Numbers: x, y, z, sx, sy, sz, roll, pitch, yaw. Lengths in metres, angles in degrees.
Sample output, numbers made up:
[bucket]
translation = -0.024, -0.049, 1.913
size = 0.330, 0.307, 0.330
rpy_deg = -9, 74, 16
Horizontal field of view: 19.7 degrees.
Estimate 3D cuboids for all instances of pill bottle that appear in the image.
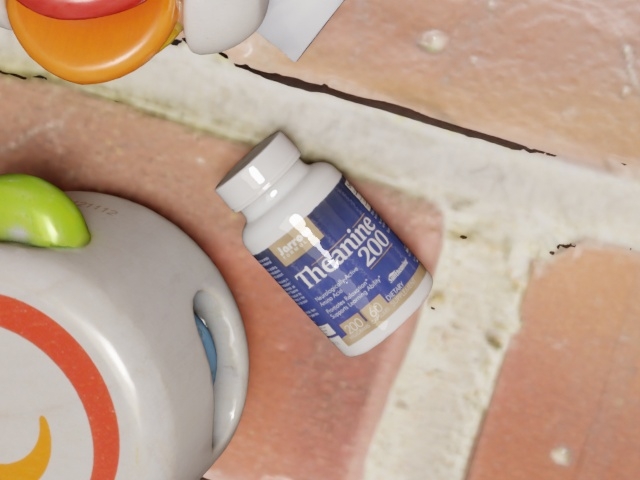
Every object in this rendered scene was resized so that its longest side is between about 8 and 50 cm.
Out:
[pill bottle]
translation = 0.000, 0.000, 1.010
size = 0.067, 0.067, 0.120
rpy_deg = -39, 99, 20

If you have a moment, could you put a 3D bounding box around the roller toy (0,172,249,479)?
[roller toy]
translation = -0.145, 0.076, 1.022
size = 0.191, 0.146, 0.209
rpy_deg = 43, 117, 3

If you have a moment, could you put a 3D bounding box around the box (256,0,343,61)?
[box]
translation = -0.004, -0.230, 0.939
size = 0.159, 0.044, 0.233
rpy_deg = 38, 112, -4

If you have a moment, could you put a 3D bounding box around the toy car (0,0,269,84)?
[toy car]
translation = -0.108, -0.163, 0.884
size = 0.159, 0.136, 0.182
rpy_deg = 7, 111, 9
